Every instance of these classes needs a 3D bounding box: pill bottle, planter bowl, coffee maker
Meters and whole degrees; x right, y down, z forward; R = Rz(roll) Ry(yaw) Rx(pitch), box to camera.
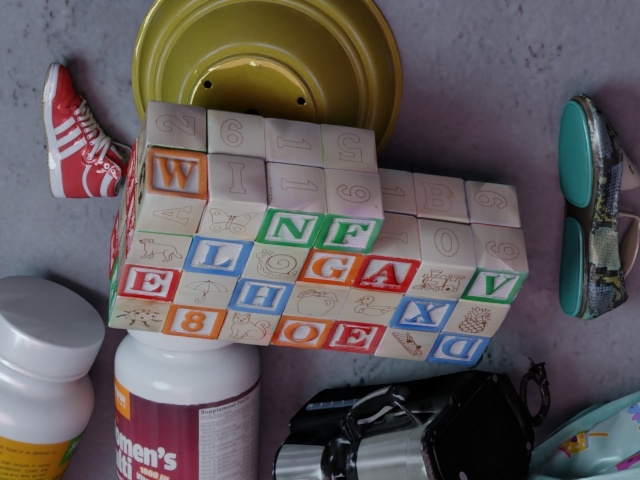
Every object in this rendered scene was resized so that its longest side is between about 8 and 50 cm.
[{"bbox_3d":[-0.271,0.156,1.416,0.136,0.136,0.245,25,114,-5],"label":"pill bottle"},{"bbox_3d":[-0.110,0.137,1.398,0.121,0.121,0.221,4,114,5],"label":"pill bottle"},{"bbox_3d":[-0.047,-0.108,1.302,0.217,0.090,0.217,2,114,5],"label":"planter bowl"},{"bbox_3d":[0.075,0.171,1.379,0.178,0.171,0.120,-11,88,43],"label":"coffee maker"}]

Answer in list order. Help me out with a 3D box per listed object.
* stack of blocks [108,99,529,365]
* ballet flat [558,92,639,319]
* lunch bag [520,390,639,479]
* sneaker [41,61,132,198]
[{"bbox_3d":[0.000,0.000,1.272,0.297,0.087,0.171,7,142,-14],"label":"stack of blocks"},{"bbox_3d":[0.221,-0.029,1.330,0.070,0.070,0.188,2,115,6],"label":"ballet flat"},{"bbox_3d":[0.306,0.232,1.375,0.262,0.160,0.223,-23,110,9],"label":"lunch bag"},{"bbox_3d":[-0.186,-0.086,1.352,0.067,0.042,0.118,5,122,9],"label":"sneaker"}]
